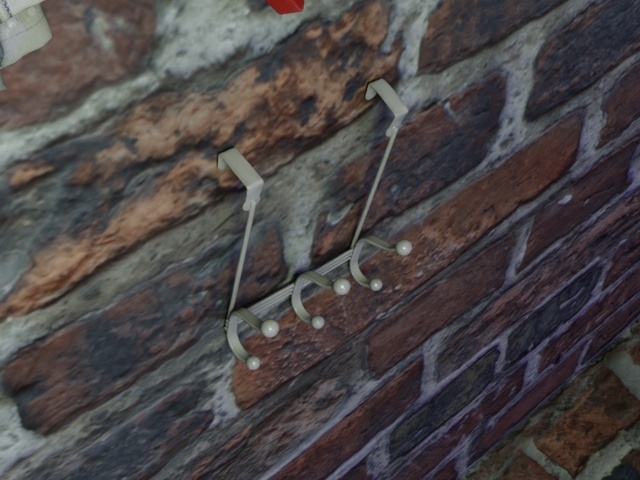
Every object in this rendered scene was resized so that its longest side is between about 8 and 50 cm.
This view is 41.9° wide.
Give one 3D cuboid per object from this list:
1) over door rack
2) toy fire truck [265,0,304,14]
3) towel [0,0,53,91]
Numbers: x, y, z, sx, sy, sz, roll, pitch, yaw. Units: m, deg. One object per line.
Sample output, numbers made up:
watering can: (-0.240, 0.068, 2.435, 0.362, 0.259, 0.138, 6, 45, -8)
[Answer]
over door rack: (0.000, 0.000, 1.006, 0.239, 0.108, 0.324, -30, 144, -30)
toy fire truck: (0.012, -0.297, 0.706, 0.047, 0.135, 0.192, 28, 62, -58)
towel: (-0.311, -0.163, 0.454, 0.312, 0.056, 0.324, -42, 147, -25)
